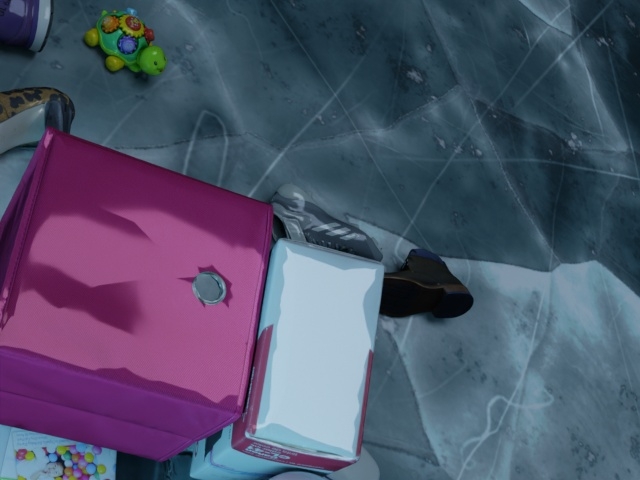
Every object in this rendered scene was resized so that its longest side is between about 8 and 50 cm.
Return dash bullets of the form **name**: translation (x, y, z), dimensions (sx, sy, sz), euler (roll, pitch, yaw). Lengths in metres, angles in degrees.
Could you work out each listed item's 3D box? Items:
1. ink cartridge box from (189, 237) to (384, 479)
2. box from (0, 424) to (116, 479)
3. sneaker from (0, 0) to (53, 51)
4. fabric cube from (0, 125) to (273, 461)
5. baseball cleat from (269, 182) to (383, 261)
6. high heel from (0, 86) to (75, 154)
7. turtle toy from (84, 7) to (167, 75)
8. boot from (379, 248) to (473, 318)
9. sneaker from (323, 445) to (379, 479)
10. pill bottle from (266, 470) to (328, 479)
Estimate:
- **ink cartridge box**: translation (-0.047, 0.159, 1.140), dimensions (0.131, 0.306, 0.226), euler (14, 65, -15)
- **box**: translation (-0.309, 0.252, 1.135), dimensions (0.145, 0.038, 0.186), euler (17, 54, -30)
- **sneaker**: translation (-0.452, -0.407, 1.403), dimensions (0.124, 0.107, 0.283), euler (7, 59, -29)
- **fabric cube**: translation (-0.231, 0.072, 1.081), dimensions (0.258, 0.259, 0.254), euler (20, 60, -21)
- **baseball cleat**: translation (0.000, 0.000, 1.544), dimensions (0.206, 0.072, 0.109), euler (35, 60, -11)
- **high heel**: translation (-0.455, -0.164, 1.285), dimensions (0.261, 0.093, 0.186), euler (7, 29, -17)
- **turtle toy**: translation (-0.286, -0.300, 1.491), dimensions (0.130, 0.066, 0.095), euler (50, 44, -2)
- **boot**: translation (0.139, 0.065, 1.618), dimensions (0.219, 0.082, 0.106), euler (12, 34, -29)
- **sneaker**: translation (-0.006, 0.249, 1.346), dimensions (0.258, 0.091, 0.094), euler (44, 44, -7)
- **pill bottle**: translation (-0.080, 0.363, 1.088), dimensions (0.153, 0.264, 0.153), euler (19, 53, -28)
